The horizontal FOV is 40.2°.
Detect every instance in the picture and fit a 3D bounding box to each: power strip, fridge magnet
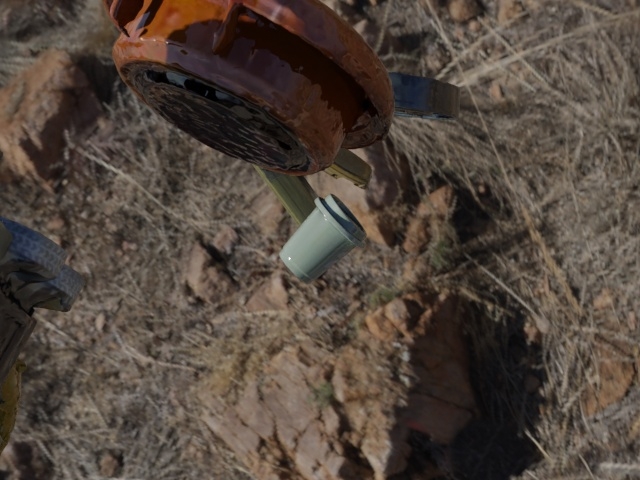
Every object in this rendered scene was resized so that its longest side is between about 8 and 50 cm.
[{"bbox_3d":[-0.060,-0.104,1.711,0.066,0.387,0.092,-29,41,11],"label":"power strip"},{"bbox_3d":[-0.088,-0.194,0.993,0.363,0.363,0.155,17,76,31],"label":"fridge magnet"}]

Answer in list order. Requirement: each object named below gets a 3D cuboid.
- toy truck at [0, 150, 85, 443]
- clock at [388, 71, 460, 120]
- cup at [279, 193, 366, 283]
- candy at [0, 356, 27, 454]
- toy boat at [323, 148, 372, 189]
[{"bbox_3d":[-0.169,0.017,0.317,0.114,0.227,0.098,23,72,3],"label":"toy truck"},{"bbox_3d":[0.108,-0.271,1.621,0.312,0.312,0.062,11,97,29],"label":"clock"},{"bbox_3d":[0.000,0.000,1.532,0.141,0.120,0.120,-42,55,7],"label":"cup"},{"bbox_3d":[-0.431,0.150,0.874,0.260,0.260,0.118,-37,26,3],"label":"candy"},{"bbox_3d":[0.037,-0.169,1.907,0.077,0.200,0.057,-7,60,54],"label":"toy boat"}]
